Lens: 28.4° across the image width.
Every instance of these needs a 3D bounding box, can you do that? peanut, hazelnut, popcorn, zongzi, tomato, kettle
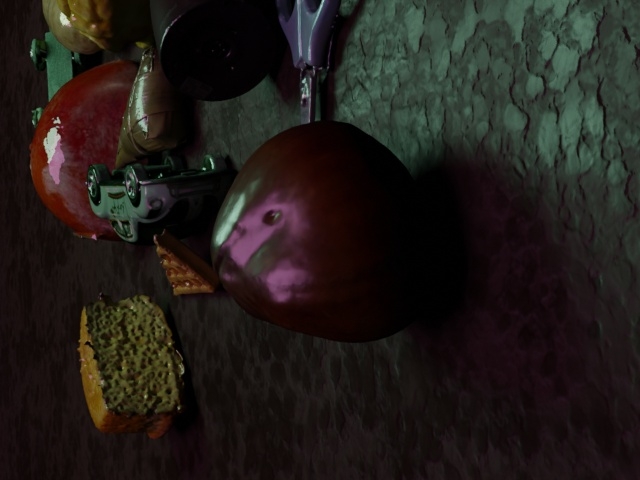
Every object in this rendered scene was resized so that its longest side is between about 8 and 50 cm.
[{"bbox_3d":[-0.405,-0.397,2.146,0.253,0.122,0.137,45,119,60],"label":"peanut"},{"bbox_3d":[0.000,0.000,1.232,0.251,0.217,0.217,45,130,45],"label":"hazelnut"},{"bbox_3d":[-0.277,-0.377,1.817,0.203,0.226,0.200,-48,61,12],"label":"popcorn"},{"bbox_3d":[-0.261,-0.199,1.884,0.176,0.078,0.160,-16,67,56],"label":"zongzi"},{"bbox_3d":[-0.381,-0.147,2.037,0.309,0.170,0.309,8,99,63],"label":"tomato"},{"bbox_3d":[-0.138,-0.317,1.590,0.202,0.144,0.232,-53,36,28],"label":"kettle"}]

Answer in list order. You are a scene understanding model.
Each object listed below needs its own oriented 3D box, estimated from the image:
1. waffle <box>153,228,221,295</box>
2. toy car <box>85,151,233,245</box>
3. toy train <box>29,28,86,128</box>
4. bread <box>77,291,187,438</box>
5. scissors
[{"bbox_3d":[-0.215,0.034,1.779,0.032,0.125,0.191,-58,21,-18],"label":"waffle"},{"bbox_3d":[-0.226,-0.055,1.770,0.306,0.136,0.125,9,107,62],"label":"toy car"},{"bbox_3d":[-0.452,-0.253,2.260,0.157,0.105,0.253,82,179,-70],"label":"toy train"},{"bbox_3d":[-0.289,0.199,1.885,0.139,0.143,0.229,117,145,-42],"label":"bread"},{"bbox_3d":[-0.011,-0.181,1.451,0.191,0.029,0.360,-177,85,-68],"label":"scissors"}]
